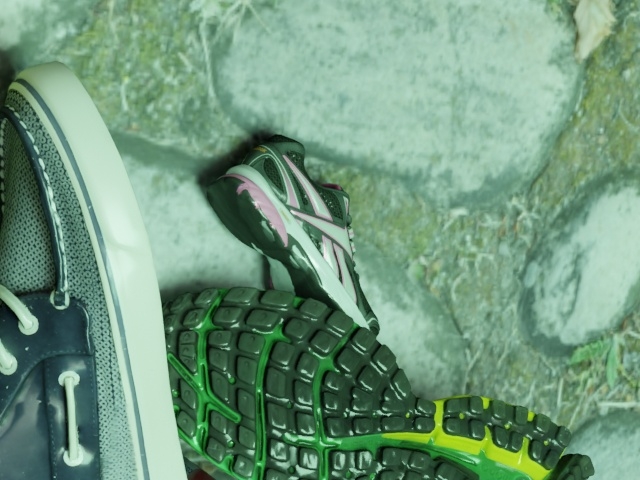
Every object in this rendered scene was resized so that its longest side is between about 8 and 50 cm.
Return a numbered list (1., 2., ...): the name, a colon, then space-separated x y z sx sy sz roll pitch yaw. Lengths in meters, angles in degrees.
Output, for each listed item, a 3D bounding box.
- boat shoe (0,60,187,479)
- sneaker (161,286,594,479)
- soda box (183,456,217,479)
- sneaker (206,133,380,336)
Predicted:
1. boat shoe: -0.186 0.070 1.146 0.158 0.127 0.341 -19 111 -23
2. sneaker: 0.014 0.145 1.297 0.343 0.146 0.134 28 66 -19
3. soda box: -0.018 0.265 1.327 0.263 0.092 0.083 43 80 -33
4. sneaker: 0.000 0.000 1.291 0.077 0.072 0.178 -52 130 -25
